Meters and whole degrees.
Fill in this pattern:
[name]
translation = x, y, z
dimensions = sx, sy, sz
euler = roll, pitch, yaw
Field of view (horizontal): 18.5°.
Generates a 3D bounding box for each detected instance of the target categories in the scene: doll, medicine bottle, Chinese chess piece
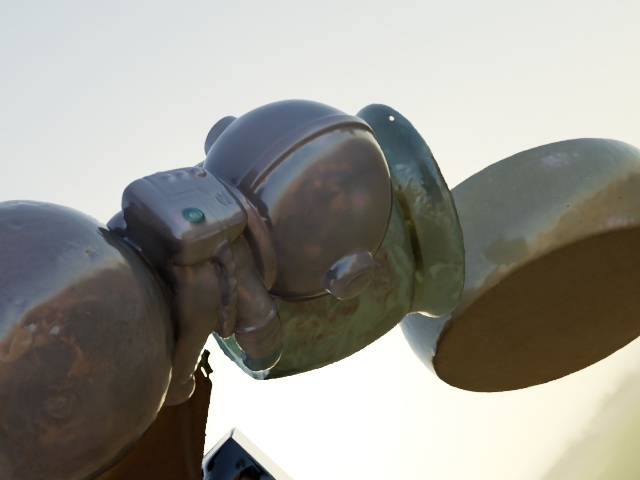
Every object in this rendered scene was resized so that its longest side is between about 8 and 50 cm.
[doll]
translation = -0.078, 0.014, 0.981
dimensions = 0.287, 0.151, 0.151
euler = -30, -17, -29
[medicine bottle]
translation = 0.000, 0.000, 1.207
dimensions = 0.143, 0.147, 0.147
euler = -21, -19, -20
[Chinese chess piece]
translation = 0.190, 0.025, 1.677
dimensions = 0.273, 0.102, 0.273
euler = -17, -31, -11

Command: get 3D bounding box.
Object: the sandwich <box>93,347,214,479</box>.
[sandwich]
translation = -0.154, 0.183, 1.129
dimensions = 0.212, 0.063, 0.245
euler = -29, -42, -44

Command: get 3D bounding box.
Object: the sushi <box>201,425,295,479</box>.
[sushi]
translation = -0.062, 0.297, 1.421
dimensions = 0.227, 0.215, 0.212
euler = -48, 2, 0
